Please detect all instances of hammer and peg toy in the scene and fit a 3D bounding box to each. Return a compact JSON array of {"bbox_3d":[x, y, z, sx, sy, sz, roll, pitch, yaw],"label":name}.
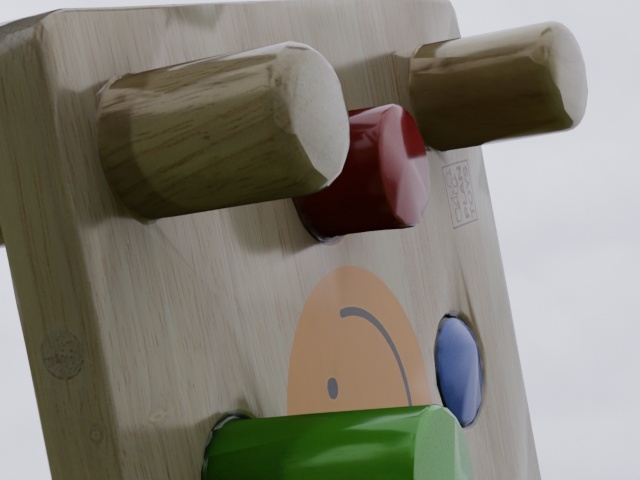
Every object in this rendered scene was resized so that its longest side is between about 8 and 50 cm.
[{"bbox_3d":[0.000,0.000,0.509,0.127,0.361,0.266,-9,3,28],"label":"hammer and peg toy"}]
